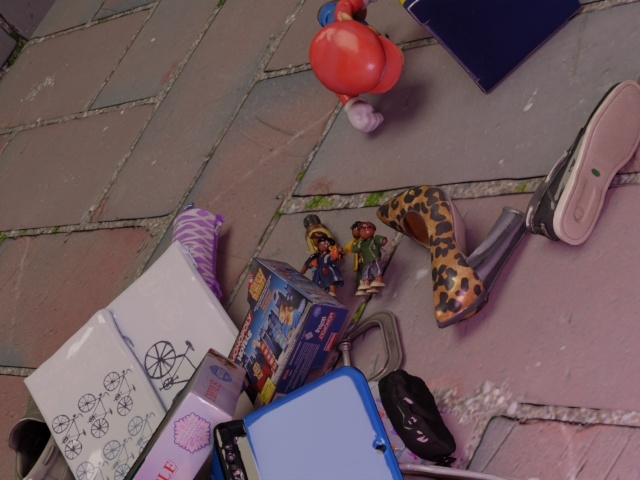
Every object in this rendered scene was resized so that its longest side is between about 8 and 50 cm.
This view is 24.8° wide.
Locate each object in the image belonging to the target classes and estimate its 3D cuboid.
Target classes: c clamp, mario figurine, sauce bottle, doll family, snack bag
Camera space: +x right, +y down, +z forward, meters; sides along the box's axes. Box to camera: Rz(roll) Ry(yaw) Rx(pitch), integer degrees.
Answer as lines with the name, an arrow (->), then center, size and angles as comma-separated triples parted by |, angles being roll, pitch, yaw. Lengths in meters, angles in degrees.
c clamp -> 0.051, 0.163, 1.926 | 0.137, 0.022, 0.160 | -34, 32, 25
mario figurine -> 0.075, -0.299, 2.326 | 0.170, 0.198, 0.320 | -32, 18, 6
sauce bottle -> 0.000, 0.000, 2.173 | 0.042, 0.042, 0.128 | -41, 30, 13
doll family -> 0.031, 0.026, 2.040 | 0.193, 0.076, 0.111 | -15, 75, 36
snack bag -> -0.270, 0.199, 2.197 | 0.342, 0.037, 0.323 | -42, 48, 4

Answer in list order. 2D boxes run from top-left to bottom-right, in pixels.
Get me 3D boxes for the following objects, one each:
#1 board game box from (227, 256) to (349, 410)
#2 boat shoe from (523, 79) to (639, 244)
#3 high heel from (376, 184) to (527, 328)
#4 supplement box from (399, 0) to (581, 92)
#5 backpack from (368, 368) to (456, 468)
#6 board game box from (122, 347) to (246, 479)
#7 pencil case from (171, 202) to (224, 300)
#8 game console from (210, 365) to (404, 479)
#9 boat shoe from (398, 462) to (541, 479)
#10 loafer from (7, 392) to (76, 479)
board game box -> -0.056, 0.118, 2.030 | 0.194, 0.060, 0.194 | -65, 32, 22
boat shoe -> 0.329, -0.103, 1.812 | 0.079, 0.084, 0.233 | 8, 64, 56
high heel -> 0.130, 0.022, 1.910 | 0.261, 0.093, 0.186 | 10, 56, 47
supplement box -> 0.214, -0.414, 2.230 | 0.195, 0.194, 0.356 | -42, 29, 11
backpack -> 0.057, 0.249, 1.721 | 0.182, 0.115, 0.152 | -43, 32, 16
board game box -> -0.214, 0.309, 1.881 | 0.318, 0.066, 0.318 | -56, 3, 4
pencil case -> -0.199, 0.033, 2.367 | 0.088, 0.086, 0.206 | -11, 39, 7
game console -> -0.008, 0.334, 1.641 | 0.173, 0.250, 0.293 | -9, 53, -15
boat shoe -> 0.176, 0.295, 1.513 | 0.320, 0.103, 0.118 | 7, 60, 57
loafer -> -0.437, 0.309, 2.314 | 0.112, 0.111, 0.319 | -43, 29, 9
